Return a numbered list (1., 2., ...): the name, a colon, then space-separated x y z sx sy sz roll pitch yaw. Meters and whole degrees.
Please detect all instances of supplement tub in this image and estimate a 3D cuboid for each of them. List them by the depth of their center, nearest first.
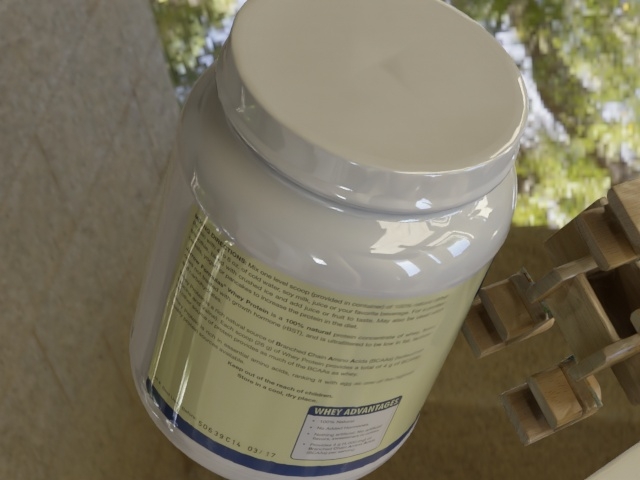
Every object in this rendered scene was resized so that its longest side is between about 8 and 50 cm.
1. supplement tub: 0.000 0.000 0.997 0.235 0.325 0.235 10 -136 -10

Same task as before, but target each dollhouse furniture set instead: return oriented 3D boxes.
1. dollhouse furniture set: 0.256 0.083 1.007 0.161 0.212 0.242 -18 -107 -34

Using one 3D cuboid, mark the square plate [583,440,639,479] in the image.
1. square plate: 0.247 0.163 0.527 0.347 0.049 0.344 15 -160 35
